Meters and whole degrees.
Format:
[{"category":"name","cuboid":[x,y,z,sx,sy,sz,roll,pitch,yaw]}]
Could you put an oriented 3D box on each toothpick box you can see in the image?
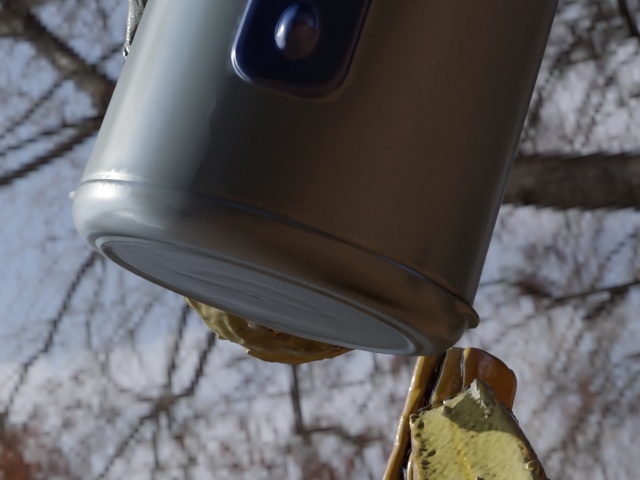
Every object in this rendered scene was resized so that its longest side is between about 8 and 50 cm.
[{"category":"toothpick box","cuboid":[0.017,-0.134,1.094,0.263,0.354,0.263,17,-11,3]}]

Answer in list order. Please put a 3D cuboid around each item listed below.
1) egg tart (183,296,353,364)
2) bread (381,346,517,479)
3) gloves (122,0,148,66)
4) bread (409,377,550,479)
[{"category":"egg tart","cuboid":[0.000,0.000,1.520,0.252,0.098,0.231,-19,-67,-4]},{"category":"bread","cuboid":[0.131,0.204,1.898,0.077,0.200,0.116,5,-20,36]},{"category":"gloves","cuboid":[-0.163,-0.297,1.990,0.107,0.135,0.268,21,-62,0]},{"category":"bread","cuboid":[0.157,0.260,1.485,0.111,0.246,0.239,-22,-69,4]}]
